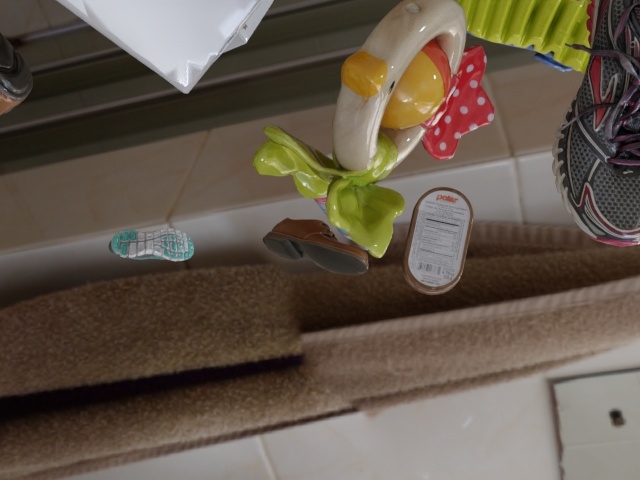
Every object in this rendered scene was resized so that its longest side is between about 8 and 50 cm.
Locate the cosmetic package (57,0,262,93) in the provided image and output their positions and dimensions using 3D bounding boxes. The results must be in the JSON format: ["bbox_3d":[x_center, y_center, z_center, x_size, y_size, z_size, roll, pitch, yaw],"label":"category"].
[{"bbox_3d":[-0.171,-0.243,0.612,0.231,0.117,0.085,35,20,-28],"label":"cosmetic package"}]

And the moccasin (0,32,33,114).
[{"bbox_3d":[-0.522,-0.309,0.900,0.380,0.147,0.139,57,19,-35],"label":"moccasin"}]

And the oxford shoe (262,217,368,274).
[{"bbox_3d":[0.000,0.000,1.239,0.076,0.212,0.076,-53,140,-24],"label":"oxford shoe"}]

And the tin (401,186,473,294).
[{"bbox_3d":[0.204,-0.001,1.273,0.040,0.106,0.189,99,4,-79],"label":"tin"}]

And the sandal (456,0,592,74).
[{"bbox_3d":[0.282,-0.313,1.022,0.126,0.317,0.138,-61,-176,12],"label":"sandal"}]

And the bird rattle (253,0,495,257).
[{"bbox_3d":[0.077,-0.115,0.638,0.143,0.253,0.207,43,-26,21],"label":"bird rattle"}]

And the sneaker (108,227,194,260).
[{"bbox_3d":[-0.324,0.009,1.402,0.167,0.076,0.064,8,79,-34],"label":"sneaker"}]

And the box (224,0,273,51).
[{"bbox_3d":[-0.167,-0.299,0.917,0.130,0.171,0.091,48,53,-33],"label":"box"}]

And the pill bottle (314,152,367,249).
[{"bbox_3d":[0.050,-0.057,1.157,0.160,0.087,0.087,50,29,-39],"label":"pill bottle"}]

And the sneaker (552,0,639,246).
[{"bbox_3d":[0.297,-0.143,0.710,0.112,0.121,0.299,-41,134,-82],"label":"sneaker"}]
